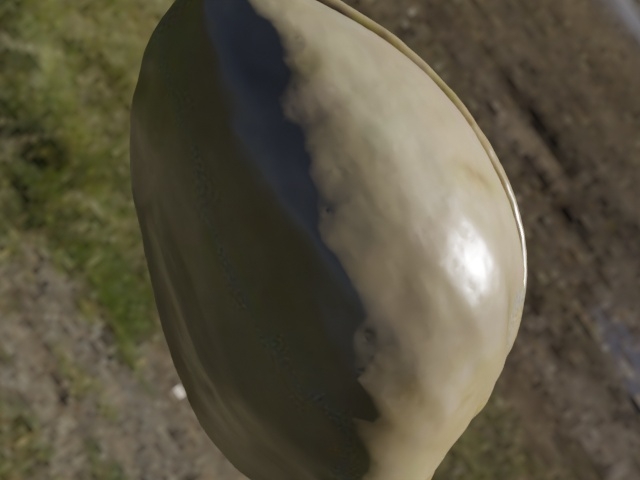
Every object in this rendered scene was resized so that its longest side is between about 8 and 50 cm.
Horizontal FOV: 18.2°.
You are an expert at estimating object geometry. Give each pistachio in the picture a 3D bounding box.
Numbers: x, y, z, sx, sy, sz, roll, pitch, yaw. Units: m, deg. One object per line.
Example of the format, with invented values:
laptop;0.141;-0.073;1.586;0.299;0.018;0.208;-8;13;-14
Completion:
pistachio;0.000;0.000;0.636;0.185;0.124;0.124;64;21;-6
